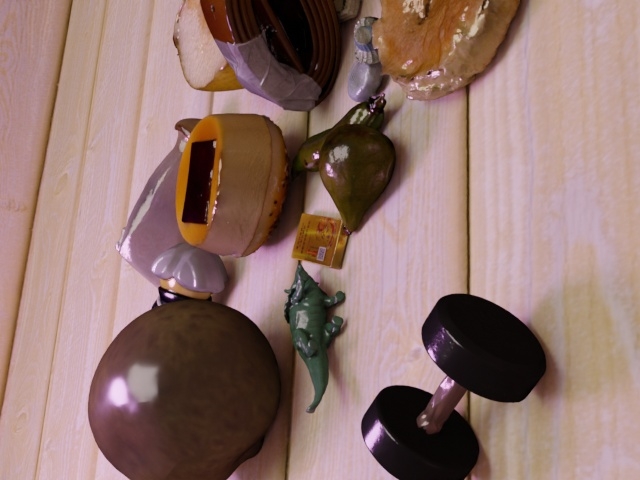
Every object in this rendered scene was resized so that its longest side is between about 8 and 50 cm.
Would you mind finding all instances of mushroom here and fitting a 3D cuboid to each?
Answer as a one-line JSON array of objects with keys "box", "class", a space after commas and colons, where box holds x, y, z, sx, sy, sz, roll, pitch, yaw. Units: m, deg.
[{"box": [-0.339, -0.086, 2.301, 0.137, 0.154, 0.407, -2, -68, -77], "class": "mushroom"}]

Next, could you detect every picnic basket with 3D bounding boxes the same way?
[{"box": [0.086, -0.334, 1.701, 0.065, 0.083, 0.083, -6, 81, 16], "class": "picnic basket"}]

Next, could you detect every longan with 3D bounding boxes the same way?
[{"box": [-0.236, 0.276, 1.788, 0.361, 0.361, 0.361, -35, 48, 50], "class": "longan"}]

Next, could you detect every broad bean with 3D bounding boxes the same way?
[{"box": [0.024, -0.171, 1.769, 0.339, 0.061, 0.077, -28, 38, 53], "class": "broad bean"}]

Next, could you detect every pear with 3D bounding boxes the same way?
[{"box": [-0.147, -0.460, 2.082, 0.386, 0.191, 0.340, 37, 114, 59], "class": "pear"}]

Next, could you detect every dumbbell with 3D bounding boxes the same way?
[{"box": [0.162, 0.191, 1.257, 0.218, 0.152, 0.152, -61, 31, 26], "class": "dumbbell"}]

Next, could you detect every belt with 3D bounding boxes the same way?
[{"box": [-0.086, -0.394, 1.830, 0.217, 0.338, 0.122, -36, 35, -18], "class": "belt"}]

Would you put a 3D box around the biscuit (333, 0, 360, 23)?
[{"box": [0.040, -0.527, 1.929, 0.147, 0.046, 0.250, -7, 72, 61], "class": "biscuit"}]

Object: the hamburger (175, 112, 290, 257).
[{"box": [-0.162, -0.110, 1.952, 0.300, 0.176, 0.300, -32, 54, 58], "class": "hamburger"}]

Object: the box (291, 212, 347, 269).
[{"box": [0.000, 0.000, 1.776, 0.156, 0.022, 0.089, 8, 86, 61], "class": "box"}]

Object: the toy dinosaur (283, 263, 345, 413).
[{"box": [-0.008, 0.145, 1.668, 0.292, 0.079, 0.120, -111, 39, -51], "class": "toy dinosaur"}]

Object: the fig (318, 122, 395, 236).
[{"box": [0.045, -0.098, 1.639, 0.133, 0.127, 0.185, 36, 105, 46], "class": "fig"}]

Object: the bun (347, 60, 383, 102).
[{"box": [0.079, -0.277, 1.740, 0.083, 0.045, 0.083, -37, 47, 54], "class": "bun"}]

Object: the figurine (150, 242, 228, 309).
[{"box": [-0.275, 0.126, 2.089, 0.176, 0.133, 0.236, 16, 100, 24], "class": "figurine"}]

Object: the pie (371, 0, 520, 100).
[{"box": [0.192, -0.376, 1.545, 0.339, 0.083, 0.339, -33, 48, 48], "class": "pie"}]
